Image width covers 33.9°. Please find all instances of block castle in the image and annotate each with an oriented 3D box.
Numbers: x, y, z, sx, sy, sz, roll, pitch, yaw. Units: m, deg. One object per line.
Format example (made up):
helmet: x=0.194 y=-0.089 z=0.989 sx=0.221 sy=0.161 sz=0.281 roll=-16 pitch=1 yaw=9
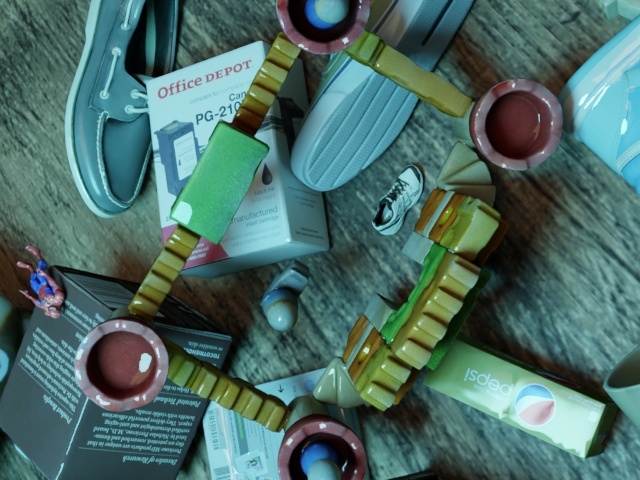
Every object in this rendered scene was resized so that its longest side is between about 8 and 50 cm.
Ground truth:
block castle: x=0.000 y=0.000 z=1.000 sx=0.303 sy=0.213 sz=0.453 roll=29 pitch=93 yaw=-10

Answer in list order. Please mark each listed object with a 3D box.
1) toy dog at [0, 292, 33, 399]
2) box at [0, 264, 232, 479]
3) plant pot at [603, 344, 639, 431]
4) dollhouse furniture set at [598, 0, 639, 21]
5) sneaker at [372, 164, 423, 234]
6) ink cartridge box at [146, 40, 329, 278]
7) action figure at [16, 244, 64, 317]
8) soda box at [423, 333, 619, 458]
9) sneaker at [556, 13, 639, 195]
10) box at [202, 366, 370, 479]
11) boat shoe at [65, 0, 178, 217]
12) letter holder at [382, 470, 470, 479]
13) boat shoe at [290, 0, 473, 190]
toy dog: x=-0.518 y=0.197 z=1.326 sx=0.408 sy=0.284 sz=0.395 roll=-34 pitch=31 yaw=36
box: x=-0.241 y=0.159 z=1.213 sx=0.168 sy=0.167 sz=0.203 roll=28 pitch=98 yaw=45
plant pot: x=0.411 y=0.169 z=0.840 sx=0.256 sy=0.256 sz=0.274 roll=-34 pitch=84 yaw=22
dollhouse furniture set: x=0.318 y=-0.380 z=0.914 sx=0.303 sy=0.286 sz=0.198 roll=-36 pitch=68 yaw=9
sneaker: x=0.084 y=-0.045 z=1.149 sx=0.032 sy=0.037 sz=0.083 roll=27 pitch=96 yaw=31
ink cartridge box: x=-0.099 y=-0.090 z=1.221 sx=0.172 sy=0.100 sz=0.237 roll=-14 pitch=77 yaw=27
action figure: x=-0.313 y=0.051 z=1.177 sx=0.038 sy=0.030 sz=0.115 roll=-54 pitch=47 yaw=13
soda box: x=0.198 y=0.151 z=1.046 sx=0.181 sy=0.061 sz=0.058 roll=22 pitch=95 yaw=30
sneaker: x=0.388 y=-0.152 z=0.943 sx=0.319 sy=0.127 sz=0.208 roll=-47 pitch=62 yaw=27
box: x=-0.042 y=0.232 z=1.186 sx=0.186 sy=0.038 sz=0.145 roll=-19 pitch=75 yaw=27
boat shoe: x=-0.236 y=-0.188 z=1.304 sx=0.099 sy=0.116 sz=0.319 roll=-3 pitch=77 yaw=33
letter holder: x=0.147 y=0.395 z=0.996 sx=0.214 sy=0.152 sz=0.302 roll=6 pitch=87 yaw=28
boat shoe: x=0.059 y=-0.194 z=1.157 sx=0.302 sy=0.109 sz=0.094 roll=-54 pitch=47 yaw=3
